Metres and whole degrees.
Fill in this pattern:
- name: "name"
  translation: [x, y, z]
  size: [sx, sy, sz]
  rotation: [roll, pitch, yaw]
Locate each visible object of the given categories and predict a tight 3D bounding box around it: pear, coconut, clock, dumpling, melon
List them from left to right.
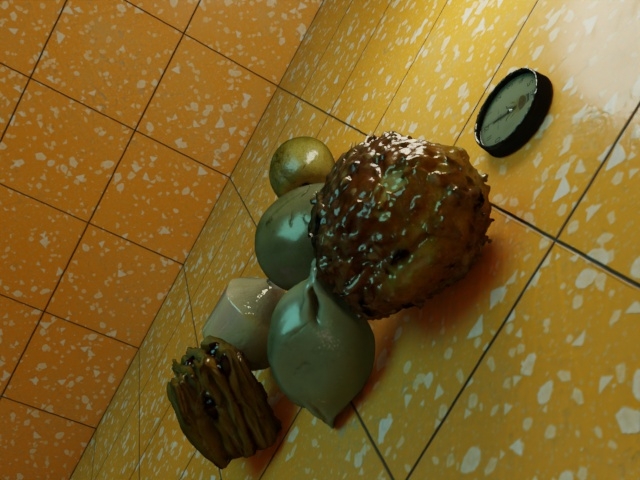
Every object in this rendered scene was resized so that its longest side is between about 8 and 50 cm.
- name: "coconut"
  translation: [-0.178, 0.211, 1.957]
  size: [0.244, 0.239, 0.239]
  rotation: [-54, 22, 23]
- name: "pear"
  translation: [-0.056, -0.218, 2.218]
  size: [0.228, 0.188, 0.211]
  rotation: [-51, 36, 32]
- name: "dumpling"
  translation: [-0.016, 0.202, 1.515]
  size: [0.270, 0.212, 0.321]
  rotation: [42, 109, 38]
- name: "melon"
  translation: [0.000, 0.000, 1.716]
  size: [0.330, 0.268, 0.268]
  rotation: [-17, 47, 37]
- name: "clock"
  translation: [0.373, -0.252, 1.421]
  size: [0.184, 0.040, 0.184]
  rotation: [-50, 24, 33]

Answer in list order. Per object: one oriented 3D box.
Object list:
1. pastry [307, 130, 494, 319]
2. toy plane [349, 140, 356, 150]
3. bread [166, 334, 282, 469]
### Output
- name: "pastry"
  translation: [0.130, -0.022, 1.371]
  size: [0.337, 0.292, 0.405]
  rotation: [-49, 26, -7]
- name: "toy plane"
  translation: [0.096, -0.254, 2.130]
  size: [0.084, 0.024, 0.078]
  rotation: [-90, 14, -50]
- name: "bread"
  translation: [-0.279, 0.414, 1.831]
  size: [0.191, 0.314, 0.370]
  rotation: [-30, 8, -28]
